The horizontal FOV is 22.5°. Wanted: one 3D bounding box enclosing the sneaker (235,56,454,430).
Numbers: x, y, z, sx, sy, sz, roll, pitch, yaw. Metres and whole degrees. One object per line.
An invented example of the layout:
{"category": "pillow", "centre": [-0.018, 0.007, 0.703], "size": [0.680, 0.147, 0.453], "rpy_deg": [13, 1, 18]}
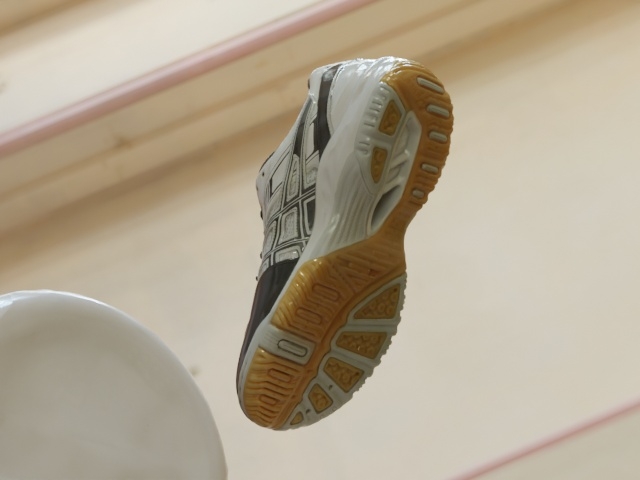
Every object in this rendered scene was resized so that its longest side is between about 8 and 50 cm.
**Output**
{"category": "sneaker", "centre": [0.000, 0.000, 0.348], "size": [0.032, 0.083, 0.037], "rpy_deg": [29, -8, -41]}

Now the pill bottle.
{"category": "pill bottle", "centre": [-0.182, 0.151, 0.791], "size": [0.162, 0.278, 0.162], "rpy_deg": [24, 48, -29]}
